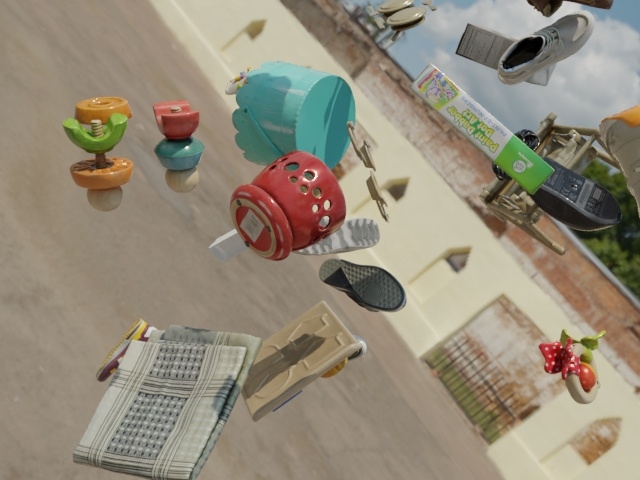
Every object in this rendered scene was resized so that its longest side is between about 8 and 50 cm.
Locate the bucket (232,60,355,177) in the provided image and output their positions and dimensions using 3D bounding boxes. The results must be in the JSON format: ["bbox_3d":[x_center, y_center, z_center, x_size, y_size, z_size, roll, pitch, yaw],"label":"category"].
[{"bbox_3d":[-0.056,-0.291,1.765,0.183,0.281,0.281,19,-15,34],"label":"bucket"}]

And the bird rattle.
[{"bbox_3d":[0.704,0.342,1.983,0.254,0.143,0.206,-23,93,-59],"label":"bird rattle"}]

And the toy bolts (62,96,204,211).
[{"bbox_3d":[-0.321,-0.155,1.284,0.218,0.229,0.158,-127,-147,-60],"label":"toy bolts"}]

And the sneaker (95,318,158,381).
[{"bbox_3d":[-0.441,0.271,1.688,0.084,0.185,0.069,38,14,-13],"label":"sneaker"}]

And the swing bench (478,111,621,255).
[{"bbox_3d":[0.516,-0.142,1.670,0.165,0.253,0.254,37,5,-31],"label":"swing bench"}]

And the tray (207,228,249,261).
[{"bbox_3d":[-0.206,-0.027,2.212,0.030,0.271,0.145,62,1,22],"label":"tray"}]

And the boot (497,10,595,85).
[{"bbox_3d":[0.540,-0.465,1.745,0.095,0.258,0.123,56,13,8],"label":"boot"}]

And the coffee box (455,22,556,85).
[{"bbox_3d":[0.534,-0.532,2.094,0.247,0.098,0.141,31,22,29],"label":"coffee box"}]

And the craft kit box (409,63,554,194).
[{"bbox_3d":[0.270,-0.180,1.208,0.250,0.061,0.247,43,17,6],"label":"craft kit box"}]

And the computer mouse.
[{"bbox_3d":[0.480,-0.104,1.494,0.272,0.188,0.072,36,-43,11],"label":"computer mouse"}]

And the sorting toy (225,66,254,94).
[{"bbox_3d":[-0.202,-0.391,1.823,0.045,0.075,0.083,53,33,-43],"label":"sorting toy"}]

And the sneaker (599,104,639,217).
[{"bbox_3d":[0.393,-0.067,0.824,0.262,0.099,0.120,28,48,-52],"label":"sneaker"}]

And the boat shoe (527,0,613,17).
[{"bbox_3d":[0.542,-0.598,1.755,0.342,0.123,0.123,16,-61,40],"label":"boat shoe"}]

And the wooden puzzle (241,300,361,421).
[{"bbox_3d":[-0.066,0.323,1.936,0.080,0.322,0.348,58,-6,-20],"label":"wooden puzzle"}]

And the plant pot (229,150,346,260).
[{"bbox_3d":[-0.070,-0.061,1.470,0.191,0.174,0.191,32,-39,29],"label":"plant pot"}]

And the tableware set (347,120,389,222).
[{"bbox_3d":[0.080,-0.109,1.159,0.141,0.020,0.168,33,38,-75],"label":"tableware set"}]

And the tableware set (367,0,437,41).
[{"bbox_3d":[0.178,-0.489,1.593,0.194,0.128,0.039,-100,170,-58],"label":"tableware set"}]

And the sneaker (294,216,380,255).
[{"bbox_3d":[0.000,0.000,1.749,0.282,0.115,0.105,4,72,-27],"label":"sneaker"}]

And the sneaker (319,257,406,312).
[{"bbox_3d":[0.125,0.111,1.551,0.226,0.086,0.163,24,-7,45],"label":"sneaker"}]

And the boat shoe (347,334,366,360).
[{"bbox_3d":[0.022,0.316,2.079,0.070,0.220,0.077,-23,104,-66],"label":"boat shoe"}]

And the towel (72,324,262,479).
[{"bbox_3d":[-0.299,0.301,1.417,0.056,0.312,0.324,57,44,-38],"label":"towel"}]
